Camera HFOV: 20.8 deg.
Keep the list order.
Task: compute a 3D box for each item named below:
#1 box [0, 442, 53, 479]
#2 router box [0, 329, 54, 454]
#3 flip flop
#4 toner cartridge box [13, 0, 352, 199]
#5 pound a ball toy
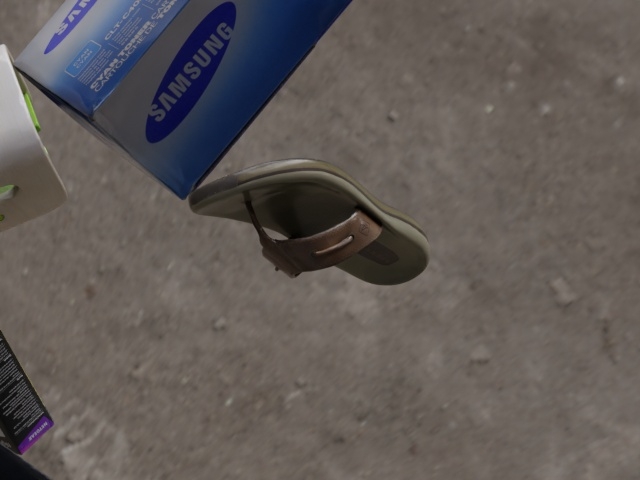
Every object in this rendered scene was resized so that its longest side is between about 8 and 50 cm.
[{"bbox_3d":[-0.285,0.282,0.754,0.480,0.471,0.297,32,44,17],"label":"box"},{"bbox_3d":[-0.321,0.106,1.471,0.046,0.179,0.133,-45,125,-34],"label":"router box"},{"bbox_3d":[0.000,0.000,1.541,0.277,0.112,0.080,28,51,-46],"label":"flip flop"},{"bbox_3d":[-0.016,-0.194,0.979,0.075,0.165,0.348,42,86,-28],"label":"toner cartridge box"},{"bbox_3d":[-0.410,-0.082,1.521,0.319,0.135,0.208,-22,62,-3],"label":"pound a ball toy"}]
